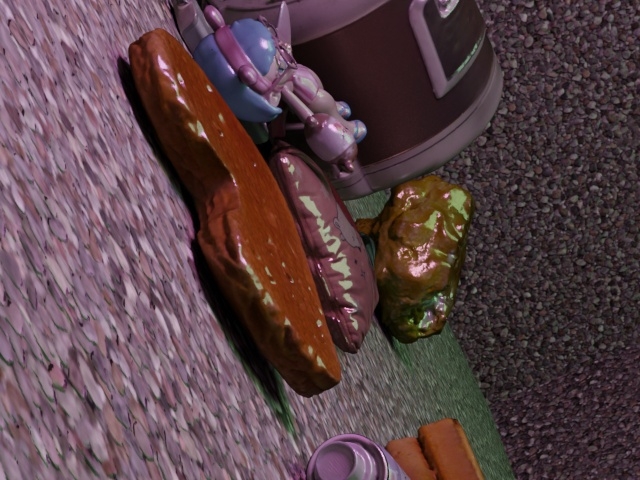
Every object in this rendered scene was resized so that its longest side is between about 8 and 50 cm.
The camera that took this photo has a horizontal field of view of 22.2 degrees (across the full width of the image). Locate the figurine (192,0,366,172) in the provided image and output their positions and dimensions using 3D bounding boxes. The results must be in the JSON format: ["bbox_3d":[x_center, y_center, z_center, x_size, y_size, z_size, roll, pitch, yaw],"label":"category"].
[{"bbox_3d":[-0.033,-0.142,1.746,0.260,0.103,0.205,27,36,-55],"label":"figurine"}]

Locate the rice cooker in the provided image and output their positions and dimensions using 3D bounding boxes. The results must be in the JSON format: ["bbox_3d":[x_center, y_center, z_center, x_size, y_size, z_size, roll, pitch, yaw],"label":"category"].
[{"bbox_3d":[0.046,-0.231,2.005,0.335,0.335,0.325,-105,170,-56],"label":"rice cooker"}]

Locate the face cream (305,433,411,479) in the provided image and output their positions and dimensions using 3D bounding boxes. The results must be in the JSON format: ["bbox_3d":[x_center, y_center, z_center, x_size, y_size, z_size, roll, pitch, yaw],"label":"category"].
[{"bbox_3d":[0.044,0.218,1.350,0.229,0.075,0.075,55,13,-60],"label":"face cream"}]

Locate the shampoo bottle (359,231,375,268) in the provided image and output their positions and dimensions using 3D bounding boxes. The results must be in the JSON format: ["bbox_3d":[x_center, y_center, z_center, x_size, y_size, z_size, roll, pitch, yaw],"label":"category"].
[{"bbox_3d":[0.043,0.033,2.169,0.208,0.057,0.064,-63,137,-80],"label":"shampoo bottle"}]

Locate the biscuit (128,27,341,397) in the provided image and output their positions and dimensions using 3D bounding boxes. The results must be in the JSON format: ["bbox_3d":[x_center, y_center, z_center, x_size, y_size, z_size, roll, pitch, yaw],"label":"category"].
[{"bbox_3d":[-0.078,-0.021,1.344,0.262,0.052,0.277,51,16,-51],"label":"biscuit"}]

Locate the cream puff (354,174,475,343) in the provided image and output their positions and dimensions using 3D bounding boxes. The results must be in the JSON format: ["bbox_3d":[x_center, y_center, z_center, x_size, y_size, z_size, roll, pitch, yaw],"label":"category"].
[{"bbox_3d":[0.131,0.023,2.542,0.282,0.185,0.282,17,90,-82],"label":"cream puff"}]

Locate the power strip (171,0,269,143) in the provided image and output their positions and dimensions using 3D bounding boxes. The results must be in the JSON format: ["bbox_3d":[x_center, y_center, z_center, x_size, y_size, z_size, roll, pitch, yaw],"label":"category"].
[{"bbox_3d":[-0.115,-0.196,1.808,0.253,0.027,0.060,59,10,-48],"label":"power strip"}]

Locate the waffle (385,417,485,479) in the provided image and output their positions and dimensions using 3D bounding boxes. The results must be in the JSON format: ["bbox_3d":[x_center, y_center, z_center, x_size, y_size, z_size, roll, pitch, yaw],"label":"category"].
[{"bbox_3d":[0.174,0.358,1.771,0.224,0.098,0.328,63,4,-26],"label":"waffle"}]

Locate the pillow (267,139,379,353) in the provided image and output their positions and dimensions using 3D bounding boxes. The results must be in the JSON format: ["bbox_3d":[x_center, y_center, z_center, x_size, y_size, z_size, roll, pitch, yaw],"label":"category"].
[{"bbox_3d":[0.000,0.000,1.777,0.223,0.084,0.236,-88,154,-79],"label":"pillow"}]
